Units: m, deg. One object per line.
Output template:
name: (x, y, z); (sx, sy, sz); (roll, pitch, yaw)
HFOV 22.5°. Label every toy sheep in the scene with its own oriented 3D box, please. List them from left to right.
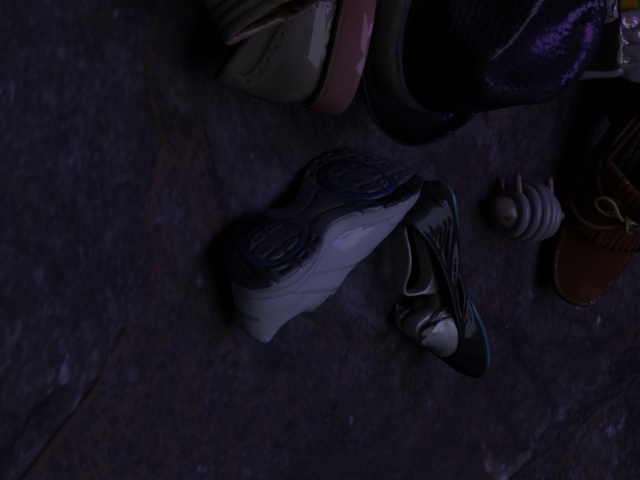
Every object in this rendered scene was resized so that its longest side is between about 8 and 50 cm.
toy sheep: (0.271, -0.039, 2.098); (0.132, 0.091, 0.091); (3, 103, -34)

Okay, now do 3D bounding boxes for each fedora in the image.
fedora: (0.189, -0.232, 1.665); (0.334, 0.152, 0.334); (-28, 129, -41)

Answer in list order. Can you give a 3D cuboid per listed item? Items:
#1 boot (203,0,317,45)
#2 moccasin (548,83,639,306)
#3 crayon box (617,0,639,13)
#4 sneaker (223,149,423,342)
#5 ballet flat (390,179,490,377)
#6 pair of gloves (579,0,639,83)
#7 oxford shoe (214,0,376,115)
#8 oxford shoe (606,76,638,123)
boot: (-0.039, -0.291, 1.466); (0.213, 0.165, 0.077); (-33, 170, -5)
moccasin: (0.428, -0.072, 2.172); (0.380, 0.139, 0.147); (-57, -168, 18)
crayon box: (0.407, -0.348, 2.061); (0.202, 0.081, 0.319); (-89, -177, -73)
sneaker: (0.000, 0.000, 1.765); (0.297, 0.111, 0.129); (-34, 145, -36)
ballet flat: (0.131, 0.061, 1.960); (0.096, 0.095, 0.280); (-30, 118, -30)
pair of gloves: (0.312, -0.311, 1.952); (0.042, 0.204, 0.240); (-76, 171, -73)
oxford shoe: (-0.019, -0.326, 1.553); (0.146, 0.140, 0.397); (7, 82, -18)
oxford shoe: (0.494, -0.245, 2.297); (0.271, 0.097, 0.098); (-54, 148, -21)
